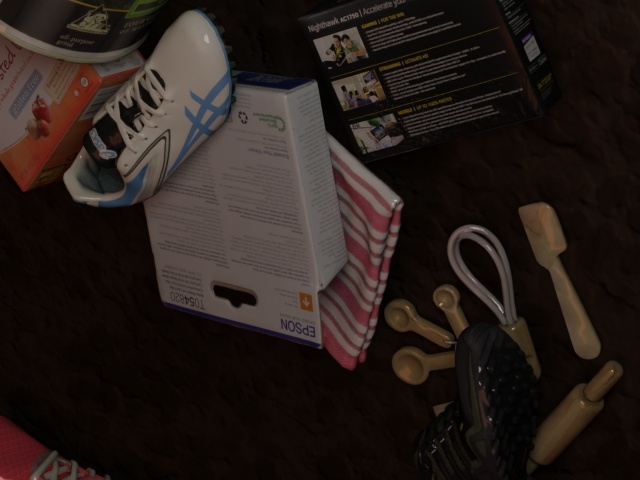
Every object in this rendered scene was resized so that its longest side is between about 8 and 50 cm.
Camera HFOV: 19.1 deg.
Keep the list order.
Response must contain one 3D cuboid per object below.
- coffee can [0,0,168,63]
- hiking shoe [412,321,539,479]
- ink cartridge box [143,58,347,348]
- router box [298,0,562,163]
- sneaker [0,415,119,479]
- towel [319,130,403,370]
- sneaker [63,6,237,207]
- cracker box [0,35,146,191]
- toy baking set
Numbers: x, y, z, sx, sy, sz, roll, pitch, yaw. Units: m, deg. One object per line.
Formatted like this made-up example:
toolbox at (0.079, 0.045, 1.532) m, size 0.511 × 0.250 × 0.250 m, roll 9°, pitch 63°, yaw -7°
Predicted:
coffee can at (-0.158, -0.301, 1.472) m, size 0.201 × 0.201 × 0.275 m, roll 44°, pitch 129°, yaw 4°
hiking shoe at (0.120, 0.169, 1.597) m, size 0.114 × 0.086 × 0.227 m, roll 9°, pitch 121°, yaw 33°
ink cartridge box at (-0.072, -0.036, 1.619) m, size 0.223 × 0.045 × 0.224 m, roll 13°, pitch 118°, yaw 45°
router box at (0.085, -0.145, 1.508) m, size 0.179 × 0.046 × 0.133 m, roll -13°, pitch 108°, yaw 36°
sneaker at (-0.226, 0.269, 1.895) m, size 0.314 × 0.116 × 0.136 m, roll 45°, pitch 119°, yaw -6°
towel at (0.000, 0.000, 1.610) m, size 0.144 × 0.029 × 0.197 m, roll 40°, pitch 137°, yaw 29°
sneaker at (-0.140, -0.099, 1.558) m, size 0.085 × 0.086 × 0.237 m, roll 55°, pitch 139°, yaw 15°
cracker box at (-0.269, -0.182, 1.659) m, size 0.232 × 0.067 × 0.156 m, roll 52°, pitch 130°, yaw 14°
toy baking set at (0.154, 0.092, 1.604) m, size 0.197 × 0.030 × 0.256 m, roll 44°, pitch 129°, yaw 3°
